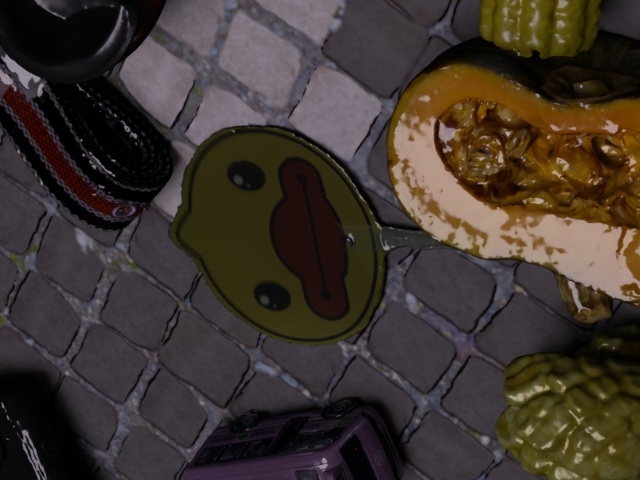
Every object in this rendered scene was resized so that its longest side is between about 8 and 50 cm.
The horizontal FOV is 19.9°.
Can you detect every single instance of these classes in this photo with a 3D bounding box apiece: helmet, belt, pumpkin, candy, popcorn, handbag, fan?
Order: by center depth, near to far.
[{"bbox_3d":[0.175,-0.245,1.392,0.094,0.106,0.199,7,115,6],"label":"candy"},{"bbox_3d":[0.214,-0.044,1.459,0.317,0.139,0.222,13,120,21],"label":"pumpkin"},{"bbox_3d":[-0.223,-0.243,1.553,0.189,0.193,0.216,-1,114,31],"label":"helmet"},{"bbox_3d":[0.227,0.150,1.557,0.173,0.173,0.142,-2,107,30],"label":"popcorn"},{"bbox_3d":[0.000,-0.001,1.683,0.335,0.011,0.230,2,117,30],"label":"fan"},{"bbox_3d":[-0.286,-0.157,1.694,0.359,0.126,0.094,44,119,-7],"label":"belt"},{"bbox_3d":[-0.368,0.267,1.994,0.275,0.088,0.244,-13,107,37],"label":"handbag"}]

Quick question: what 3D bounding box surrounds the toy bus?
[{"bbox_3d":[-0.028,0.223,1.762,0.198,0.108,0.096,-12,110,34],"label":"toy bus"}]
